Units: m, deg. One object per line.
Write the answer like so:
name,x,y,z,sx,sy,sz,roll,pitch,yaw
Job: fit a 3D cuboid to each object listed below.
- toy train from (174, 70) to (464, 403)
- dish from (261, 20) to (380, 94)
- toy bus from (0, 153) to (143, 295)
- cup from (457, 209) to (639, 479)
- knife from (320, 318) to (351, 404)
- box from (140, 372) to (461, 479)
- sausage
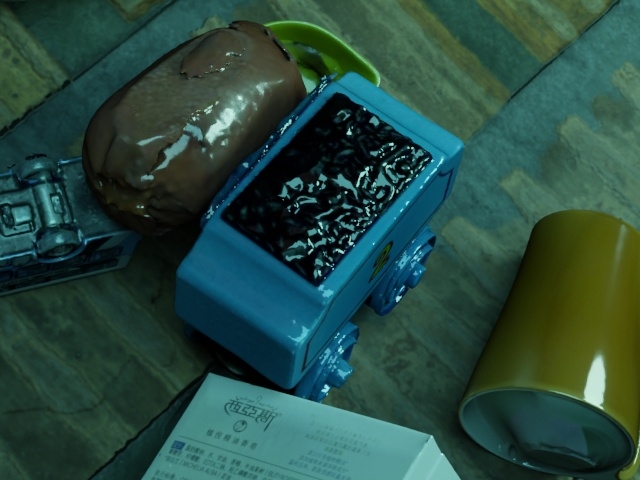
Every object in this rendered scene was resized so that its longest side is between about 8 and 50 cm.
toy train,0.000,0.000,1.873,0.188,0.265,0.300,33,62,13
dish,-0.043,-0.152,2.034,0.208,0.080,0.148,-6,80,-12
toy bus,-0.329,-0.003,1.886,0.297,0.131,0.106,-13,72,-16
cup,0.268,0.120,1.974,0.226,0.182,0.264,40,54,-33
knife,0.011,0.084,1.994,0.044,0.019,0.313,18,67,2
box,-0.033,0.259,1.783,0.274,0.116,0.203,12,58,36
sausage,-0.121,-0.114,1.867,0.152,0.152,0.279,41,47,4
